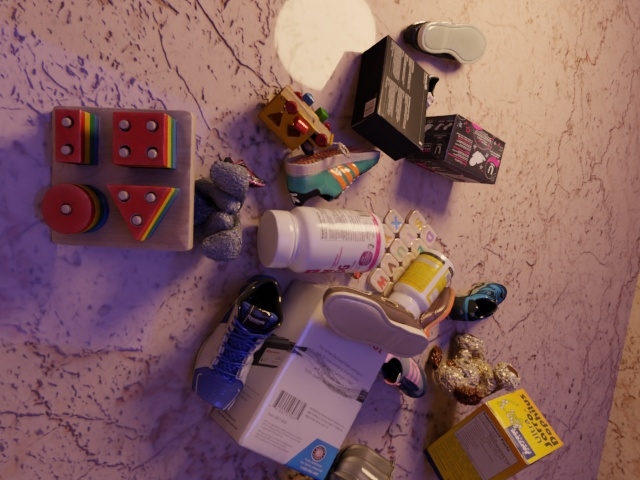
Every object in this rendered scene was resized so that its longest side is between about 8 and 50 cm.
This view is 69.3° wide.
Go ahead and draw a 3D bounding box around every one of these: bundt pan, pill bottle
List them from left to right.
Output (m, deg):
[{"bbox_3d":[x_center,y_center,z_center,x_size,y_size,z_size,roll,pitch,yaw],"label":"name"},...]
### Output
[{"bbox_3d":[0.000,0.000,1.132,0.283,0.160,0.160,2,94,-28],"label":"pill bottle"},{"bbox_3d":[0.041,0.655,1.182,0.124,0.330,0.331,42,65,11],"label":"bundt pan"},{"bbox_3d":[0.292,0.135,1.365,0.208,0.119,0.119,-46,119,-22],"label":"pill bottle"}]

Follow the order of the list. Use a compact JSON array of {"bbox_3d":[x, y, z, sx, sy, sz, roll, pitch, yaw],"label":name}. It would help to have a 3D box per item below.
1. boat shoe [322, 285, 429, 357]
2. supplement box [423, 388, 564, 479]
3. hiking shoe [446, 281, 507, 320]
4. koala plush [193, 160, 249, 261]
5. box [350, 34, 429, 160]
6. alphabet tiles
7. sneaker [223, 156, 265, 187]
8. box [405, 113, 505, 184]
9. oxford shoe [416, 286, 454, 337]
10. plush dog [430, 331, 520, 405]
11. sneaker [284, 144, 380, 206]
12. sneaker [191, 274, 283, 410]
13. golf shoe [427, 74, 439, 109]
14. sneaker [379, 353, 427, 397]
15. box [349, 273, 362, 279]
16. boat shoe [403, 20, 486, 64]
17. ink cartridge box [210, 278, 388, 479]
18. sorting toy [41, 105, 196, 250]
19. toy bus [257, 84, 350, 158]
[{"bbox_3d":[0.124,0.178,1.088,0.325,0.096,0.116,29,117,-31],"label":"boat shoe"},{"bbox_3d":[0.534,0.658,1.466,0.196,0.194,0.356,-3,139,-35],"label":"supplement box"},{"bbox_3d":[0.562,0.222,1.588,0.304,0.132,0.113,-14,103,-34],"label":"hiking shoe"},{"bbox_3d":[-0.273,-0.067,0.950,0.222,0.203,0.196,6,92,-15],"label":"koala plush"},{"bbox_3d":[0.190,-0.374,1.230,0.184,0.103,0.261,27,61,-32],"label":"box"},{"bbox_3d":[0.254,0.051,1.416,0.278,0.021,0.284,47,68,-30],"label":"alphabet tiles"},{"bbox_3d":[-0.176,-0.158,1.071,0.120,0.047,0.057,18,73,-37],"label":"sneaker"},{"bbox_3d":[0.409,-0.269,1.404,0.248,0.163,0.141,16,89,-36],"label":"box"},{"bbox_3d":[0.322,0.221,1.436,0.098,0.097,0.271,49,59,-2],"label":"oxford shoe"},{"bbox_3d":[0.469,0.446,1.509,0.226,0.262,0.210,6,113,-31],"label":"plush dog"},{"bbox_3d":[0.034,-0.170,1.191,0.302,0.108,0.120,-19,122,-36],"label":"sneaker"},{"bbox_3d":[-0.175,0.203,1.006,0.128,0.182,0.315,28,73,-6],"label":"sneaker"},{"bbox_3d":[0.286,-0.400,1.349,0.068,0.086,0.185,23,83,-37],"label":"golf shoe"},{"bbox_3d":[0.222,0.387,1.346,0.318,0.112,0.131,59,36,-30],"label":"sneaker"},{"bbox_3d":[0.108,0.027,1.295,0.094,0.027,0.137,44,70,-22],"label":"box"},{"bbox_3d":[0.379,-0.602,1.389,0.303,0.091,0.114,-2,116,-38],"label":"boat shoe"},{"bbox_3d":[-0.030,0.337,1.151,0.285,0.166,0.394,42,71,-32],"label":"ink cartridge box"},{"bbox_3d":[-0.364,-0.110,0.822,0.258,0.089,0.255,3,94,2],"label":"sorting toy"},{"bbox_3d":[-0.052,-0.261,1.091,0.191,0.104,0.202,11,48,-55],"label":"toy bus"}]
